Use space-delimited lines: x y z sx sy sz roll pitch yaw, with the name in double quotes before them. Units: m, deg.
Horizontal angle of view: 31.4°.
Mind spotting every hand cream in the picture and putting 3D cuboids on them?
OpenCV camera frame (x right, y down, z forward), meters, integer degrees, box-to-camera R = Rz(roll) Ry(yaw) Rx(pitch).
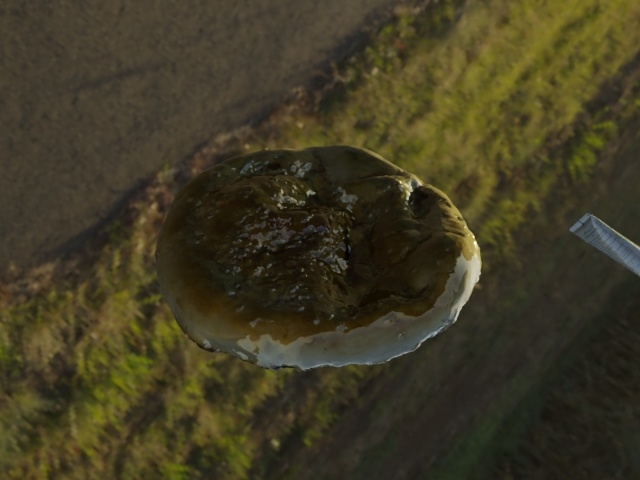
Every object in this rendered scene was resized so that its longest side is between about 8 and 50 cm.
"hand cream" 0.531 0.018 1.996 0.042 0.194 0.067 -57 -178 -30

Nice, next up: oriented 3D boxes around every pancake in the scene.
"pancake" -0.001 0.000 1.286 0.387 0.387 0.082 -36 143 -40
